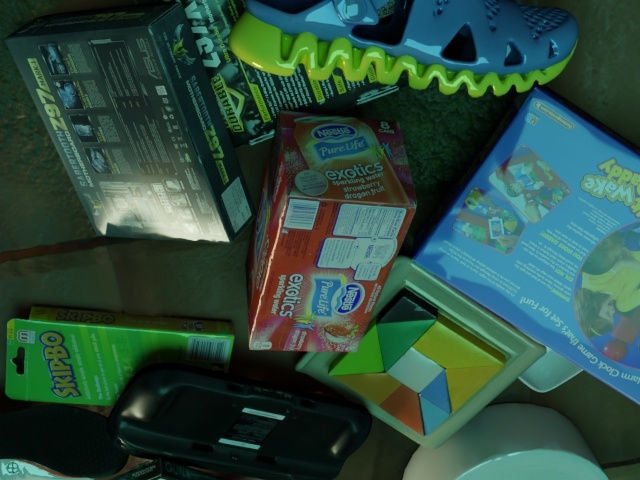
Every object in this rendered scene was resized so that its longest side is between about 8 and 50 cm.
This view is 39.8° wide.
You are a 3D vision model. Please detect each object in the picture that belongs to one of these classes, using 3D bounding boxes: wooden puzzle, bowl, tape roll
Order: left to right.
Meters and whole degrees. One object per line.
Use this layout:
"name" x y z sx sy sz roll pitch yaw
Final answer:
"wooden puzzle" 0.120 0.150 1.084 0.238 0.044 0.221 31 121 -15
"tape roll" 0.258 0.367 1.234 0.286 0.100 0.286 -4 120 -7
"bowl" 0.289 0.109 1.118 0.142 0.053 0.142 -39 119 13

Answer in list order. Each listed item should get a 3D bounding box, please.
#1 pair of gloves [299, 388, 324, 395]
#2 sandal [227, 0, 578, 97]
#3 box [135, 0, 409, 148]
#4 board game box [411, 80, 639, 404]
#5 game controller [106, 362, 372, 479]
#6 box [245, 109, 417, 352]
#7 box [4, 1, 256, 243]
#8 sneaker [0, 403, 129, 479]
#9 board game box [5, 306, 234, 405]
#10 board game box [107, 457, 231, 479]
"pair of gloves" -0.033 0.229 1.160 0.074 0.010 0.083 0 120 -9
"sandal" 0.082 -0.208 0.779 0.317 0.126 0.138 3 116 -12
"box" -0.050 -0.265 0.835 0.257 0.079 0.322 -20 121 5
"board game box" 0.310 0.012 0.990 0.347 0.078 0.233 33 111 -4
"game controller" -0.095 0.231 1.095 0.319 0.067 0.166 17 122 -25
"box" 0.000 0.000 0.927 0.128 0.123 0.257 4 139 -11
"box" -0.181 -0.108 0.863 0.183 0.059 0.233 2 126 30
"sneaker" -0.384 0.262 1.082 0.270 0.090 0.145 7 152 -32
"board game box" -0.241 0.145 1.063 0.259 0.039 0.124 5 121 -15
"board game box" -0.190 0.328 1.131 0.126 0.026 0.186 -26 143 22
